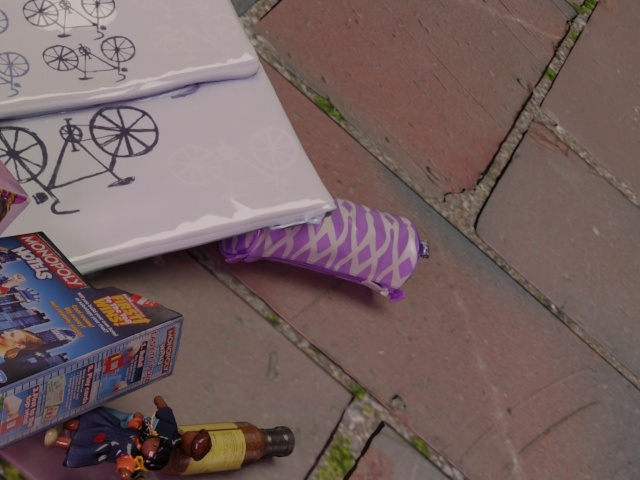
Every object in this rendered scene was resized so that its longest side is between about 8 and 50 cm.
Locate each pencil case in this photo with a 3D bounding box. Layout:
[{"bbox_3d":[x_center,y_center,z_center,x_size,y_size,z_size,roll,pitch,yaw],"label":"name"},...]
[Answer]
[{"bbox_3d":[0.000,0.000,1.408,0.206,0.086,0.088,15,73,-32],"label":"pencil case"}]

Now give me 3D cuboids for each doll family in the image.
[{"bbox_3d":[-0.148,0.175,1.080,0.111,0.076,0.193,7,47,6],"label":"doll family"}]

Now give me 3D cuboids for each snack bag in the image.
[{"bbox_3d":[-0.187,-0.128,1.306,0.323,0.037,0.342,-14,67,-28],"label":"snack bag"}]

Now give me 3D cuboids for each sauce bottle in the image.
[{"bbox_3d":[-0.076,0.170,1.199,0.128,0.042,0.042,4,52,-40],"label":"sauce bottle"}]

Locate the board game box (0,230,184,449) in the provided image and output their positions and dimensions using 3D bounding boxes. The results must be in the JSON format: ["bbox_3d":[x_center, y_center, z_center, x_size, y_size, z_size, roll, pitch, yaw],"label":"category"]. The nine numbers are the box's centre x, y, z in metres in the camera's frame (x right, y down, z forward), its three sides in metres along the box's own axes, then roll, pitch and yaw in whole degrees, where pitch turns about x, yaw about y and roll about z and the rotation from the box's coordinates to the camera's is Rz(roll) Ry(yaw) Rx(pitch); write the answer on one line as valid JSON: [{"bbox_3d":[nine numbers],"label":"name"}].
[{"bbox_3d":[-0.214,0.069,1.106,0.194,0.060,0.194,-8,35,-37],"label":"board game box"}]

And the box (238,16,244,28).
[{"bbox_3d":[-0.140,-0.173,1.447,0.126,0.072,0.137,17,45,-31],"label":"box"}]

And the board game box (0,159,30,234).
[{"bbox_3d":[-0.396,-0.145,1.040,0.318,0.066,0.319,49,10,22],"label":"board game box"}]
